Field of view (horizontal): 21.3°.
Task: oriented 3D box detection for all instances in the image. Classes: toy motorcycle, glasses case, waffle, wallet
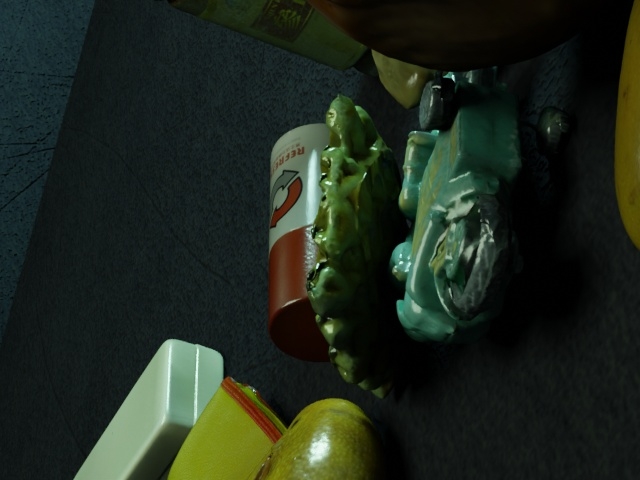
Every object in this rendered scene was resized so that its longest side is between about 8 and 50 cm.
[{"bbox_3d":[0.110,-0.019,1.305,0.296,0.109,0.198,-85,11,-48],"label":"toy motorcycle"},{"bbox_3d":[-0.203,0.252,1.917,0.313,0.070,0.131,-55,25,38],"label":"glasses case"},{"bbox_3d":[0.040,0.013,1.390,0.204,0.054,0.223,64,-151,-59],"label":"waffle"},{"bbox_3d":[-0.064,0.227,1.595,0.141,0.067,0.241,-64,25,6],"label":"wallet"}]

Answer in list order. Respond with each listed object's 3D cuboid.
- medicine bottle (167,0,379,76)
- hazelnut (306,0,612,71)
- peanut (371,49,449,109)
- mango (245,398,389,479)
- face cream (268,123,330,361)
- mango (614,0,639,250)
[{"bbox_3d":[-0.061,-0.274,1.641,0.151,0.322,0.151,-53,26,42],"label":"medicine bottle"},{"bbox_3d":[0.093,-0.295,1.213,0.372,0.372,0.315,-96,27,-50],"label":"hazelnut"},{"bbox_3d":[0.122,-0.253,1.444,0.136,0.120,0.298,-37,-32,-82],"label":"peanut"},{"bbox_3d":[-0.022,0.253,1.359,0.177,0.120,0.295,-36,39,55],"label":"mango"},{"bbox_3d":[0.000,0.000,1.567,0.096,0.096,0.214,-53,27,42],"label":"face cream"},{"bbox_3d":[0.236,-0.107,1.005,0.138,0.113,0.253,-172,99,-73],"label":"mango"}]
